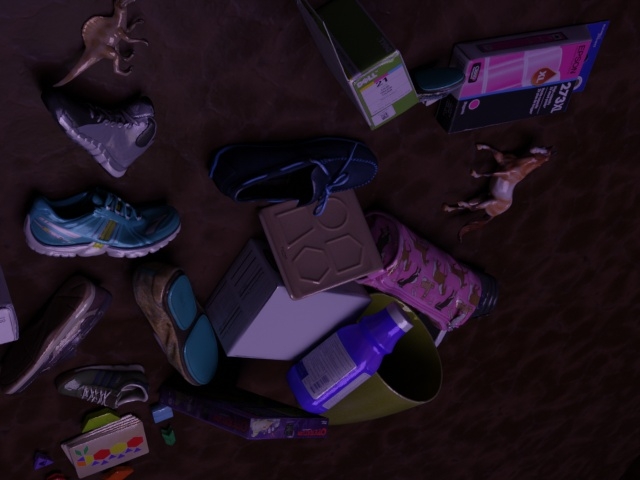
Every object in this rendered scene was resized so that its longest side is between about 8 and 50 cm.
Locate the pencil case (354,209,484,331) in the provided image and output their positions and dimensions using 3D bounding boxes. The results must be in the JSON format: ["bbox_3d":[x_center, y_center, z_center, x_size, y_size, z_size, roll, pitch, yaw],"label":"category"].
[{"bbox_3d":[0.203,0.071,2.105,0.386,0.167,0.160,31,92,-47],"label":"pencil case"}]

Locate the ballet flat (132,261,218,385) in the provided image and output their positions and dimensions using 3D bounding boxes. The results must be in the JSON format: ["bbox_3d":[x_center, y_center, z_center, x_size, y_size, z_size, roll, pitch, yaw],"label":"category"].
[{"bbox_3d":[-0.291,0.161,1.925,0.123,0.123,0.348,-24,141,-10],"label":"ballet flat"}]

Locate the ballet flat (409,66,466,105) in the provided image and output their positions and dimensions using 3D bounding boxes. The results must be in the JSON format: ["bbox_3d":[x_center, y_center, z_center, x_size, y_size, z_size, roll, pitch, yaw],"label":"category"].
[{"bbox_3d":[0.174,-0.274,1.790,0.188,0.070,0.070,-10,139,-3],"label":"ballet flat"}]

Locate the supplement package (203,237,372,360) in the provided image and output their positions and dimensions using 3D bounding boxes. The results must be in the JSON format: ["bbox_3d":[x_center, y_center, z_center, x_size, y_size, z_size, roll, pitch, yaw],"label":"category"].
[{"bbox_3d":[-0.067,0.130,2.012,0.262,0.145,0.204,10,126,-41],"label":"supplement package"}]

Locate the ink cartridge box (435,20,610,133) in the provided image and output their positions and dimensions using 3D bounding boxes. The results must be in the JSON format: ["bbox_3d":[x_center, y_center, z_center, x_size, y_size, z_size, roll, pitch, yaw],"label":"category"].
[{"bbox_3d":[0.411,-0.323,1.907,0.371,0.069,0.176,-15,139,-24],"label":"ink cartridge box"}]

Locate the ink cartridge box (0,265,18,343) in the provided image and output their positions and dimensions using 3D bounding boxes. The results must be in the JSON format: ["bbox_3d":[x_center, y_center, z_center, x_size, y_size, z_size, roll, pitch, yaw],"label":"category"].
[{"bbox_3d":[-0.584,0.073,1.539,0.158,0.218,0.092,-14,139,-20],"label":"ink cartridge box"}]

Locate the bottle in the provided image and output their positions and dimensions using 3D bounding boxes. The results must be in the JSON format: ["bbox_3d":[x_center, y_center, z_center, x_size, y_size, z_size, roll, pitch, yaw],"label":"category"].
[{"bbox_3d":[0.063,0.237,2.004,0.283,0.118,0.092,-40,142,10],"label":"bottle"}]

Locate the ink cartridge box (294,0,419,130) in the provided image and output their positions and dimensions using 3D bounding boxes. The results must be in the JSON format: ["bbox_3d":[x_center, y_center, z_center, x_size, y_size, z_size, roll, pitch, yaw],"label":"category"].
[{"bbox_3d":[0.046,-0.328,1.546,0.097,0.189,0.255,-31,142,1],"label":"ink cartridge box"}]

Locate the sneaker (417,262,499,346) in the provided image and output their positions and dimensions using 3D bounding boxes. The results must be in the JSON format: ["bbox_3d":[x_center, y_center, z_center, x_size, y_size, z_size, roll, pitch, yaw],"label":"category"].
[{"bbox_3d":[0.333,0.189,2.376,0.147,0.104,0.296,10,122,-34],"label":"sneaker"}]

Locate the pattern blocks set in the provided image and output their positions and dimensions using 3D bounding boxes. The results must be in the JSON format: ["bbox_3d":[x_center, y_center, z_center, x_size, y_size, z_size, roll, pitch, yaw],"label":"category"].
[{"bbox_3d":[-0.485,0.467,2.195,0.324,0.026,0.285,-12,139,-23],"label":"pattern blocks set"}]

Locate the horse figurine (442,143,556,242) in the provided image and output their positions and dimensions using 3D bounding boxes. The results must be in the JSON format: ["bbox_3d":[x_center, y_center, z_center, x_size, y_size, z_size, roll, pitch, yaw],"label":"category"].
[{"bbox_3d":[0.375,-0.115,2.108,0.174,0.066,0.263,2,129,-27],"label":"horse figurine"}]

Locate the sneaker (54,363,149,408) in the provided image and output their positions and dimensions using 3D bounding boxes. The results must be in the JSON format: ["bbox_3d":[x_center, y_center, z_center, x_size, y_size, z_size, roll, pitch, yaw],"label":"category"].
[{"bbox_3d":[-0.442,0.307,1.999,0.192,0.086,0.064,-3,134,-32],"label":"sneaker"}]

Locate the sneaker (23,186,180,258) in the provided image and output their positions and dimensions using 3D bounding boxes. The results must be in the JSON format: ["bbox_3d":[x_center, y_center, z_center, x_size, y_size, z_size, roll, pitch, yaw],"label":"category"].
[{"bbox_3d":[-0.367,-0.034,1.669,0.275,0.107,0.110,-5,125,-31],"label":"sneaker"}]

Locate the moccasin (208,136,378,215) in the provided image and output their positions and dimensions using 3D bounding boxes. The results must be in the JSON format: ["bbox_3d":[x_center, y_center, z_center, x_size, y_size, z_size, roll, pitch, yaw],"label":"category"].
[{"bbox_3d":[-0.038,-0.105,1.794,0.342,0.117,0.138,-9,137,-26],"label":"moccasin"}]

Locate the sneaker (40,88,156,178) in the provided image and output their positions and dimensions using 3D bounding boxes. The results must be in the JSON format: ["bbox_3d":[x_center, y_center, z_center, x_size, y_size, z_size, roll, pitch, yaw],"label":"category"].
[{"bbox_3d":[-0.335,-0.200,1.531,0.132,0.086,0.229,-37,152,0],"label":"sneaker"}]

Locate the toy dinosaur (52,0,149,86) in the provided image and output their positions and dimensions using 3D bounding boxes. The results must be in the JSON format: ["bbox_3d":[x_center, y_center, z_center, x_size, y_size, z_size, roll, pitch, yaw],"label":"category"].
[{"bbox_3d":[-0.323,-0.293,1.465,0.092,0.053,0.183,32,106,-32],"label":"toy dinosaur"}]

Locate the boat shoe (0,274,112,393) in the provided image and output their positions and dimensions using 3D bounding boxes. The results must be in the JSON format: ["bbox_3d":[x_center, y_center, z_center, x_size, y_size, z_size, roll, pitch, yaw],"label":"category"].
[{"bbox_3d":[-0.496,0.188,1.824,0.092,0.103,0.285,28,108,-43],"label":"boat shoe"}]

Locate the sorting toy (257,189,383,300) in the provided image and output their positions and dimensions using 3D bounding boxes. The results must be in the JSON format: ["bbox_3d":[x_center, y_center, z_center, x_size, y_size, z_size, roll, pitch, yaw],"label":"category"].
[{"bbox_3d":[0.000,0.000,1.898,0.208,0.193,0.038,-19,171,-19],"label":"sorting toy"}]

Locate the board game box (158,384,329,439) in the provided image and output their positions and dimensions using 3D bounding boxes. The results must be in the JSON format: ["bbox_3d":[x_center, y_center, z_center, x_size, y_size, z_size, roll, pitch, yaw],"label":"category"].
[{"bbox_3d":[-0.170,0.363,2.075,0.208,0.347,0.056,14,86,-39],"label":"board game box"}]

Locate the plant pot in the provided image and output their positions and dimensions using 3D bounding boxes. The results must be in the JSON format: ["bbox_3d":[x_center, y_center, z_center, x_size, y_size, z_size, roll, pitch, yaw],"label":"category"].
[{"bbox_3d":[0.083,0.307,2.249,0.274,0.275,0.293,15,140,-43],"label":"plant pot"}]
